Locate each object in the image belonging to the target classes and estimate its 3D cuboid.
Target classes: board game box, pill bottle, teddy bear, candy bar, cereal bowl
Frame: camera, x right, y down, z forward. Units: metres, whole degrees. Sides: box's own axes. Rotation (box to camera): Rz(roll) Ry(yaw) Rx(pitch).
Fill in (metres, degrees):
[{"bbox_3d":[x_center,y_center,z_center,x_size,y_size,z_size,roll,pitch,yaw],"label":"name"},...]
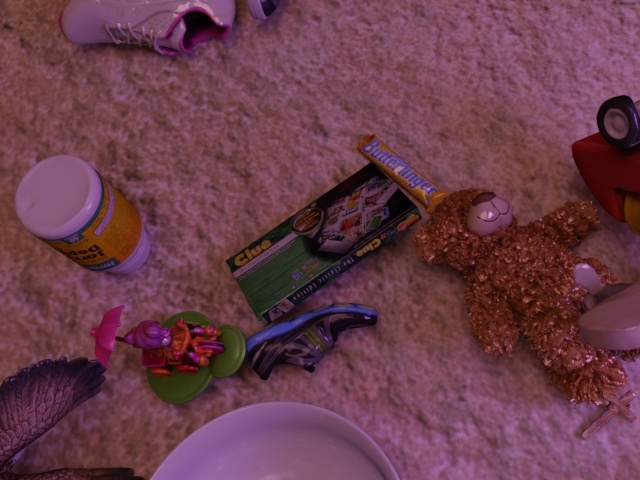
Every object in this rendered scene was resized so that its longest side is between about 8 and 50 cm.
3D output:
[{"bbox_3d":[0.000,0.000,0.998,0.259,0.030,0.136,-34,45,-2],"label":"board game box"},{"bbox_3d":[-0.319,-0.024,1.000,0.117,0.208,0.117,-4,69,10],"label":"pill bottle"},{"bbox_3d":[0.277,0.050,0.907,0.245,0.113,0.338,-26,67,-2],"label":"teddy bear"},{"bbox_3d":[0.118,-0.100,1.045,0.040,0.018,0.161,-44,69,-7],"label":"candy bar"},{"bbox_3d":[-0.049,0.368,0.818,0.339,0.141,0.339,-7,54,10],"label":"cereal bowl"}]

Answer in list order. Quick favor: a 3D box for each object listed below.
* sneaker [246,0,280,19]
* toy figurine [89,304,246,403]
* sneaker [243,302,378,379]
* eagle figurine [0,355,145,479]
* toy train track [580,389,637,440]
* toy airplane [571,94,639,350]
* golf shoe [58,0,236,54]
[{"bbox_3d":[-0.024,-0.475,1.166,0.153,0.101,0.268,11,70,18],"label":"sneaker"},{"bbox_3d":[-0.210,0.134,0.920,0.173,0.159,0.130,-10,67,28],"label":"toy figurine"},{"bbox_3d":[-0.009,0.134,0.965,0.188,0.067,0.078,-22,85,2],"label":"sneaker"},{"bbox_3d":[-0.403,0.294,0.914,0.298,0.226,0.225,-16,47,10],"label":"eagle figurine"},{"bbox_3d":[0.354,0.215,0.882,0.083,0.014,0.048,-42,75,0],"label":"toy train track"},{"bbox_3d":[0.477,0.000,0.780,0.386,0.272,0.384,3,38,15],"label":"toy airplane"},{"bbox_3d":[-0.283,-0.365,1.176,0.306,0.115,0.140,-14,71,7],"label":"golf shoe"}]
